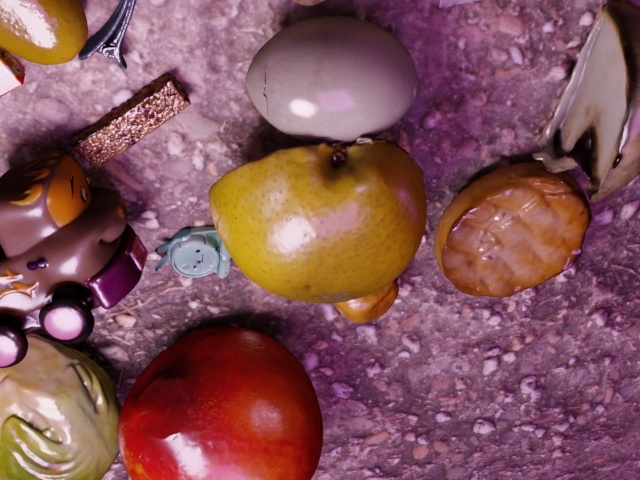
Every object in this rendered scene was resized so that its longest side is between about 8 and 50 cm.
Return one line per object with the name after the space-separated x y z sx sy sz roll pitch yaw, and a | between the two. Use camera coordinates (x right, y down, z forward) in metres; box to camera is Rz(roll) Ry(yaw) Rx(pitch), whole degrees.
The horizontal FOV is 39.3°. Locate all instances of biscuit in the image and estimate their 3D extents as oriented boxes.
0.348 -0.020 1.645 0.297 0.102 0.296 -10 134 -10 | biscuit
-0.290 -0.180 1.367 0.199 0.034 0.064 -29 133 15 | biscuit

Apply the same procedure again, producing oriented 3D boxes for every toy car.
-0.453 0.019 1.383 0.341 0.271 0.240 -23 116 8 | toy car

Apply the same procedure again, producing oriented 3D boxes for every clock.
-0.224 0.024 1.576 0.135 0.041 0.101 -3 134 -12 | clock

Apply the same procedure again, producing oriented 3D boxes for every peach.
-0.191 0.344 1.655 0.388 0.388 0.388 -8 134 -8 | peach

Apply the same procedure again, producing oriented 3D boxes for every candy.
-0.474 -0.254 1.244 0.062 0.038 0.122 -26 134 10 | candy

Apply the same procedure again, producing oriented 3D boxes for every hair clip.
-0.270 -0.341 1.222 0.070 0.039 0.229 10 125 -24 | hair clip

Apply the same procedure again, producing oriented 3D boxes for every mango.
-0.392 -0.309 1.170 0.130 0.091 0.194 -17 141 19 | mango

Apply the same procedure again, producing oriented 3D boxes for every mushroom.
0.492 -0.192 1.434 0.212 0.217 0.292 9 129 -27 | mushroom

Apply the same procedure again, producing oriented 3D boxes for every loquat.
0.084 0.089 1.674 0.137 0.113 0.137 -12 118 -23 | loquat

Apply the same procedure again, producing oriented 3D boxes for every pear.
0.000 0.000 1.398 0.341 0.191 0.386 -2 162 -8 | pear

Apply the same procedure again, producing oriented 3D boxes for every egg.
0.018 -0.229 1.293 0.253 0.186 0.186 -1 133 -11 | egg

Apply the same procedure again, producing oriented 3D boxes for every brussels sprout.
-0.518 0.342 1.647 0.344 0.268 0.344 -3 128 -4 | brussels sprout

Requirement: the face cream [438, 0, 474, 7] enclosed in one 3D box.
0.224 -0.435 1.247 0.092 0.058 0.243 -11 141 -13 | face cream

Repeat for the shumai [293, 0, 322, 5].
-0.012 -0.385 1.180 0.116 0.145 0.145 -30 134 5 | shumai
